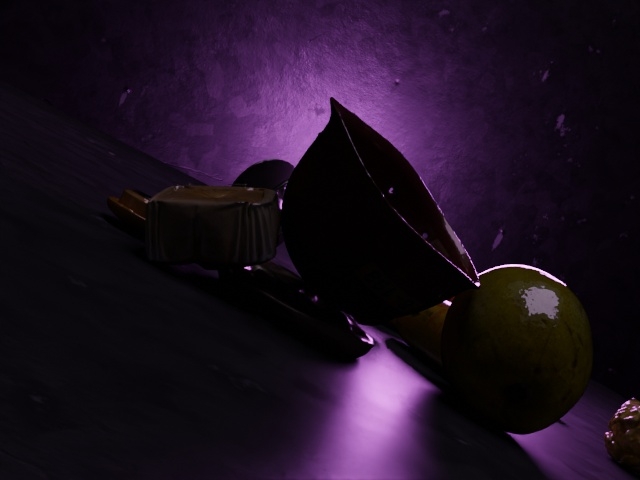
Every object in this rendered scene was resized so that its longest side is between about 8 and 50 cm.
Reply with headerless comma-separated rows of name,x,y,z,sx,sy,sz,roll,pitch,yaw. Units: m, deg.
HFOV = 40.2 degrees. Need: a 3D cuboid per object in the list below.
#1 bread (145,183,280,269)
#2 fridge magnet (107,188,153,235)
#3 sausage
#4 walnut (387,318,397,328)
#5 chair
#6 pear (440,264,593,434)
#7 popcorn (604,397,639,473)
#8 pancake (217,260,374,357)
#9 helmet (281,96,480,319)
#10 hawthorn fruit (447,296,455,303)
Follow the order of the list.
bread,-0.156,-0.019,1.312,0.192,0.110,0.210,0,11,-2
fridge magnet,-0.283,-0.040,1.440,0.143,0.063,0.143,28,-1,0
sausage,0.255,0.193,1.708,0.123,0.123,0.347,26,3,-30
walnut,0.194,0.140,1.995,0.180,0.144,0.144,32,4,19
chair,0.000,0.000,1.776,0.401,0.227,0.226,31,4,42
pear,0.316,0.173,1.428,0.252,0.253,0.307,28,27,3
popcorn,0.658,0.400,1.716,0.195,0.174,0.168,15,-17,-40
pancake,-0.039,0.101,1.384,0.294,0.050,0.294,29,6,-3
helmet,0.057,-0.015,1.375,0.385,0.230,0.338,38,21,-39
hawthorn fruit,0.341,0.161,2.293,0.179,0.200,0.179,26,-3,1
